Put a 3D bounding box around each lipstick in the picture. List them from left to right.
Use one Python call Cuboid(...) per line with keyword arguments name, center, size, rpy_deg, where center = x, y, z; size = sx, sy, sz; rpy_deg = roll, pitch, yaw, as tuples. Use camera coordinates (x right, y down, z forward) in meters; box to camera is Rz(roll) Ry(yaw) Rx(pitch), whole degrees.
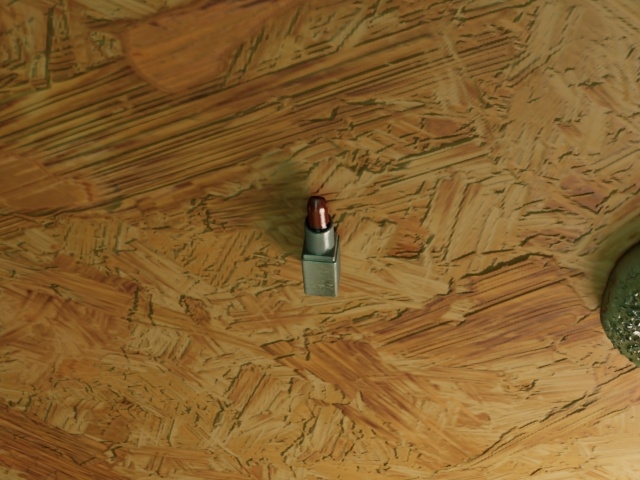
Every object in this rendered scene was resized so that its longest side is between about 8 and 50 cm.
Cuboid(name="lipstick", center=(0.000, 0.001, 1.076), size=(0.030, 0.030, 0.129), rpy_deg=(5, 147, 5))

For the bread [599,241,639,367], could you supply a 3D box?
Cuboid(name="bread", center=(0.363, 0.062, 1.083), size=(0.267, 0.040, 0.267), rpy_deg=(6, 146, 4))
